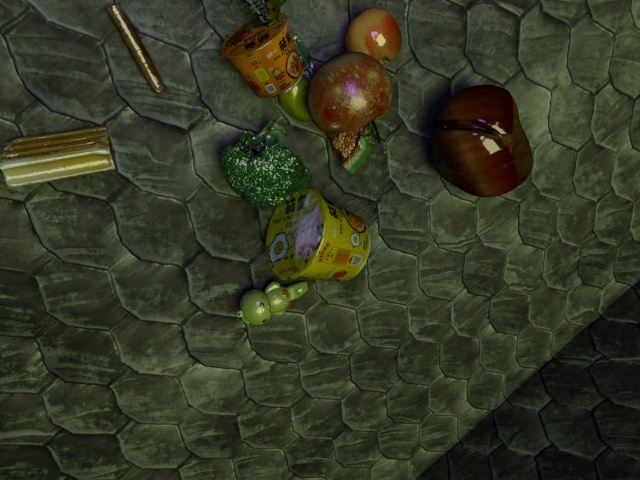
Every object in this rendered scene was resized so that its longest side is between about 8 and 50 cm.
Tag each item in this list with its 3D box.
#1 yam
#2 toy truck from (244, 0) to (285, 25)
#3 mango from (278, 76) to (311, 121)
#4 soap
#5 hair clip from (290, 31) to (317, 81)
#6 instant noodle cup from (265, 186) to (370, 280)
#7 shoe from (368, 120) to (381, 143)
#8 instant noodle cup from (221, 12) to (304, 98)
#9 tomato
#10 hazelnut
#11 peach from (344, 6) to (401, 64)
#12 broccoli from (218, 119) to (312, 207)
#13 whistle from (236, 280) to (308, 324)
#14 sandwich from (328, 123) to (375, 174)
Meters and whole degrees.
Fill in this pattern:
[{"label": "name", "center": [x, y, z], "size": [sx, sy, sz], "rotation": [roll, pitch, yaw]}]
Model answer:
[{"label": "yam", "center": [-0.515, -0.535, 1.483], "size": [0.046, 0.046, 0.264], "rotation": [-29, 120, -8]}, {"label": "toy truck", "center": [-0.116, -0.726, 1.466], "size": [0.127, 0.127, 0.257], "rotation": [47, 62, -34]}, {"label": "mango", "center": [-0.069, -0.451, 1.685], "size": [0.117, 0.089, 0.163], "rotation": [-34, 124, -12]}, {"label": "soap", "center": [-0.725, -0.238, 1.462], "size": [0.274, 0.173, 0.089], "rotation": [-13, 126, -16]}, {"label": "hair clip", "center": [-0.047, -0.559, 1.675], "size": [0.066, 0.036, 0.229], "rotation": [-41, 116, -6]}, {"label": "instant noodle cup", "center": [0.000, 0.000, 1.817], "size": [0.254, 0.325, 0.325], "rotation": [18, 106, -39]}, {"label": "shoe", "center": [0.162, -0.402, 1.829], "size": [0.053, 0.062, 0.159], "rotation": [-18, 129, 15]}, {"label": "instant noodle cup", "center": [-0.159, -0.536, 1.548], "size": [0.216, 0.216, 0.172], "rotation": [-35, 132, -4]}, {"label": "tomato", "center": [0.080, -0.449, 1.584], "size": [0.270, 0.270, 0.222], "rotation": [-21, 105, -13]}, {"label": "hazelnut", "center": [0.570, -0.340, 1.869], "size": [0.359, 0.359, 0.409], "rotation": [-41, 115, 0]}, {"label": "peach", "center": [0.163, -0.635, 1.651], "size": [0.184, 0.184, 0.184], "rotation": [-9, 117, -19]}, {"label": "broccoli", "center": [-0.168, -0.241, 1.664], "size": [0.308, 0.308, 0.275], "rotation": [24, 78, -30]}, {"label": "whistle", "center": [-0.171, 0.226, 1.940], "size": [0.294, 0.141, 0.141], "rotation": [-17, 119, -16]}, {"label": "sandwich", "center": [0.094, -0.326, 1.795], "size": [0.160, 0.109, 0.184], "rotation": [18, 129, -11]}]
